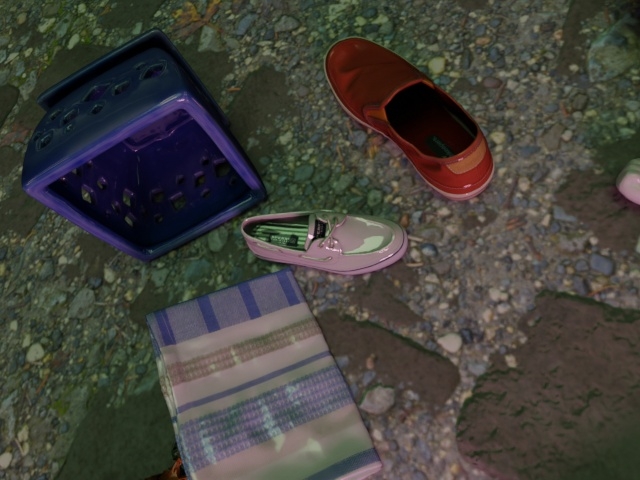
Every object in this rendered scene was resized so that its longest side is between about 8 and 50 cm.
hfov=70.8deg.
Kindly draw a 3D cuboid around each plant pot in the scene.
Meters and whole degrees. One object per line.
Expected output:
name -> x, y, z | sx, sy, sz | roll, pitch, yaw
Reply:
plant pot -> -0.245, -0.141, 0.649 | 0.236, 0.236, 0.212 | -27, 58, 6

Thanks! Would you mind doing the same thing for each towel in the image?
towel -> -0.074, 0.176, 0.534 | 0.209, 0.034, 0.285 | -17, 62, -20

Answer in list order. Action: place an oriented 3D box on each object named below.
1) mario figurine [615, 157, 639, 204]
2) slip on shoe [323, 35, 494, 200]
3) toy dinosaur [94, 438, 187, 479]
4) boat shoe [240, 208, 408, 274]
mario figurine -> 0.423, -0.035, 0.438 | 0.198, 0.170, 0.320 | -2, 71, 18
slip on shoe -> 0.113, -0.196, 0.630 | 0.123, 0.101, 0.331 | -37, 62, 2
toy dinosaur -> -0.199, 0.356, 0.491 | 0.218, 0.164, 0.322 | 10, 50, 3
boat shoe -> 0.000, 0.000, 0.601 | 0.226, 0.076, 0.083 | -4, 69, 15
